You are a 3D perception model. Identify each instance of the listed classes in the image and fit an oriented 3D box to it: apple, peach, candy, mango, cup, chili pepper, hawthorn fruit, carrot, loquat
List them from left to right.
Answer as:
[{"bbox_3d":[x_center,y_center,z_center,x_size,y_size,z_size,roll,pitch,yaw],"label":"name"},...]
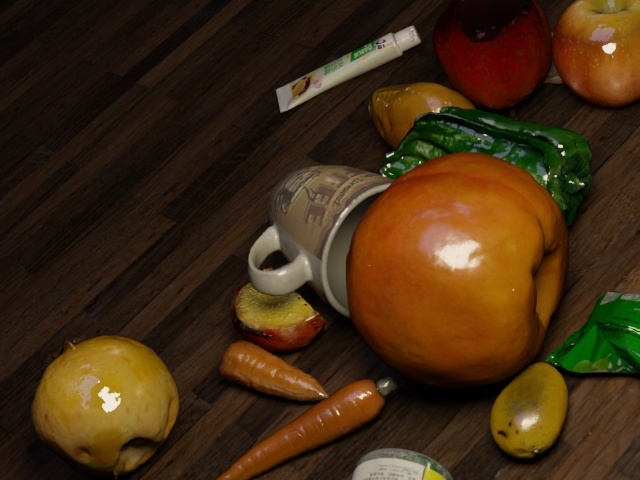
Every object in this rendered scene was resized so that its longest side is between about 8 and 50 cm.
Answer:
[{"bbox_3d":[-0.343,0.251,1.953,0.244,0.244,0.244,-17,41,15],"label":"loquat"},{"bbox_3d":[-0.065,0.214,1.957,0.205,0.072,0.072,16,57,34],"label":"carrot"},{"bbox_3d":[-0.063,0.124,2.030,0.172,0.092,0.127,14,59,27],"label":"peach"},{"bbox_3d":[-0.027,0.293,1.858,0.336,0.069,0.069,-32,39,7],"label":"carrot"},{"bbox_3d":[0.000,0.000,2.015,0.301,0.227,0.257,-25,29,-25],"label":"cup"},{"bbox_3d":[0.176,-0.218,2.198,0.151,0.156,0.248,-39,37,-12],"label":"mango"},{"bbox_3d":[0.186,0.042,1.785,0.301,0.343,0.343,13,54,25],"label":"peach"},{"bbox_3d":[0.264,-0.109,2.016,0.385,0.213,0.167,8,10,39],"label":"chili pepper"},{"bbox_3d":[0.310,-0.329,2.163,0.215,0.250,0.215,-22,23,10],"label":"hawthorn fruit"},{"bbox_3d":[0.292,0.229,1.718,0.103,0.076,0.161,-8,35,32],"label":"mango"},{"bbox_3d":[0.507,-0.331,2.116,0.235,0.173,0.210,-31,34,-16],"label":"apple"},{"bbox_3d":[0.422,0.129,1.720,0.203,0.078,0.141,-4,51,47],"label":"candy"}]

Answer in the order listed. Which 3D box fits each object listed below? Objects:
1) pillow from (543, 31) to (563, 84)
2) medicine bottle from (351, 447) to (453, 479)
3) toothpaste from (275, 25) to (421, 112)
[{"bbox_3d":[0.379,-0.340,2.294,0.248,0.049,0.135,2,47,30],"label":"pillow"},{"bbox_3d":[0.080,0.421,1.584,0.141,0.141,0.293,-5,45,27],"label":"medicine bottle"},{"bbox_3d":[0.054,-0.347,2.501,0.314,0.056,0.058,-24,-1,11],"label":"toothpaste"}]
